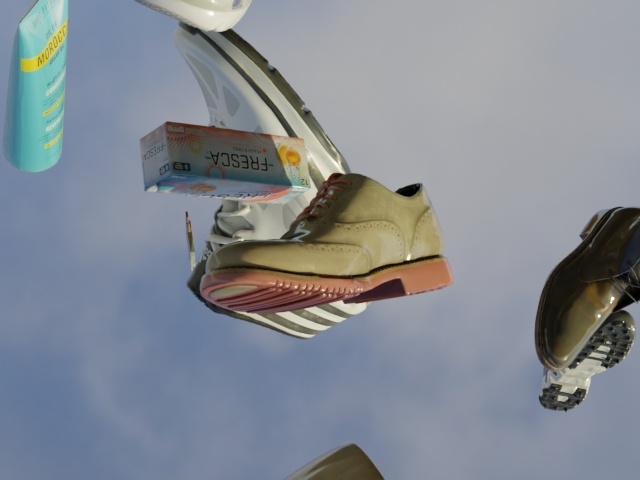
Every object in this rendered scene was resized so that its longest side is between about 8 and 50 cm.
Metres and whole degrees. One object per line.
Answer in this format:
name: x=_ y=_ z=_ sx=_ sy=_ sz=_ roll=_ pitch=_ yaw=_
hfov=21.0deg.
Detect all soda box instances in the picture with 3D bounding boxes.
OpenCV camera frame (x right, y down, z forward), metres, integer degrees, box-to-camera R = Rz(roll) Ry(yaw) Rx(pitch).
soda box: x=-0.101 y=-0.081 z=1.857 sx=0.183 sy=0.058 sz=0.063 roll=5 pitch=-111 yaw=-36

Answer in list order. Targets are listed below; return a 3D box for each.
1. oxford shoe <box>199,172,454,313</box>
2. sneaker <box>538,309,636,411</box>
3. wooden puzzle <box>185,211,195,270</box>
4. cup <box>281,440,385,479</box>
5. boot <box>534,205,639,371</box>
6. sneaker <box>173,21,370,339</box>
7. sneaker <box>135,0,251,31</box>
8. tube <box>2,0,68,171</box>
oxford shoe: x=0.000 y=0.000 z=1.698 sx=0.123 sy=0.130 sz=0.348 roll=-11 pitch=176 yaw=34
sneaker: x=0.359 y=0.138 z=2.365 sx=0.078 sy=0.234 sz=0.106 roll=12 pitch=-125 yaw=-12
wooden puzzle: x=-0.157 y=0.004 z=2.085 sx=0.006 sy=0.083 sz=0.049 roll=-6 pitch=-117 yaw=-7
cup: x=-0.018 y=0.415 z=1.898 sx=0.237 sy=0.331 sz=0.331 roll=-19 pitch=-138 yaw=-13
boot: x=0.311 y=0.044 z=1.867 sx=0.082 sy=0.106 sz=0.219 roll=41 pitch=-118 yaw=-22
sneaker: x=-0.098 y=-0.057 z=2.179 sx=0.447 sy=0.257 sz=0.169 roll=53 pitch=179 yaw=-15
sneaker: x=-0.047 y=-0.227 z=1.111 sx=0.105 sy=0.115 sz=0.281 roll=23 pitch=-154 yaw=-9
tube: x=-0.240 y=-0.142 z=1.465 sx=0.052 sy=0.207 sz=0.080 roll=19 pitch=-128 yaw=2
